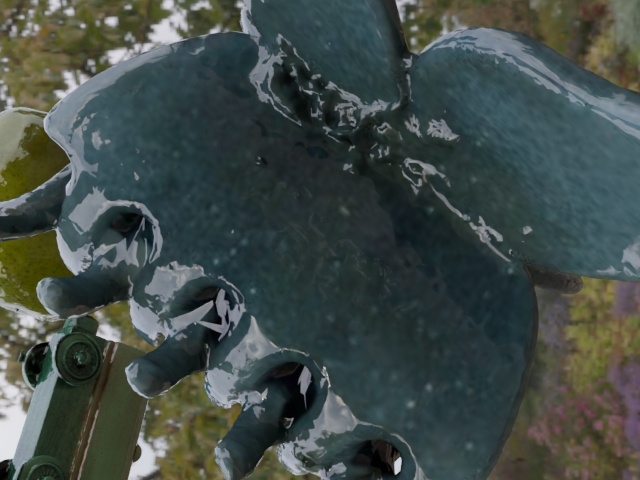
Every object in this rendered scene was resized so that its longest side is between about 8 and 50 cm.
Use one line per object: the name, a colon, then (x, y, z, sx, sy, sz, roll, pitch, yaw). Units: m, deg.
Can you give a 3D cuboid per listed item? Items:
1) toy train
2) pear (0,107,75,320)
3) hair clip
toy train: (-0.294, 0.238, 1.131, 0.177, 0.116, 0.285, 31, -125, -34)
pear: (-0.373, -0.033, 1.251, 0.294, 0.294, 0.294, 2, -90, -70)
hair clip: (0.000, 0.000, 0.523, 0.238, 0.318, 0.392, -49, -2, -3)
